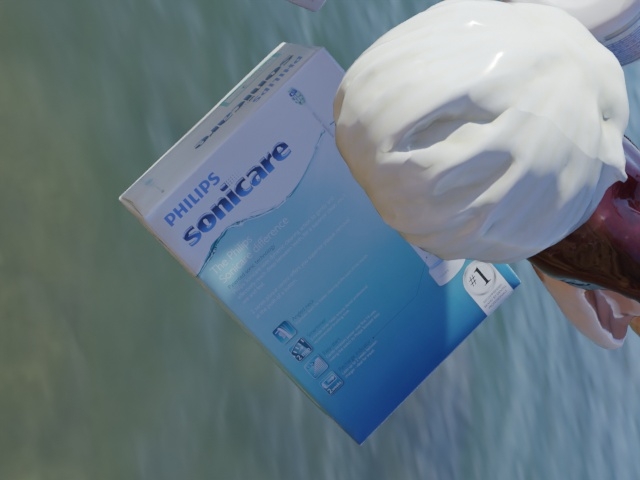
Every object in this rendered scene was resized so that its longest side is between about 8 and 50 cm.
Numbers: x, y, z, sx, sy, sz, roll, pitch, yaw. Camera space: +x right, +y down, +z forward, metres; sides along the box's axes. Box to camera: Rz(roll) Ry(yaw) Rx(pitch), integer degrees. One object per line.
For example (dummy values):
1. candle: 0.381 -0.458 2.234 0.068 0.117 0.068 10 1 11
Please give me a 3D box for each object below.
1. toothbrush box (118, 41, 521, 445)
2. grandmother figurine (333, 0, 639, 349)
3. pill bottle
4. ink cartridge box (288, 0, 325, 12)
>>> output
1. toothbrush box: 0.000 0.000 1.216 0.295 0.216 0.126 47 -7 -21
2. grandmother figurine: 0.105 -0.013 0.555 0.208 0.104 0.342 34 7 27
3. pill bottle: 0.199 -0.182 0.963 0.186 0.112 0.112 8 68 -68
4. ink cartridge box: -0.050 -0.287 1.085 0.190 0.140 0.082 19 40 -29
